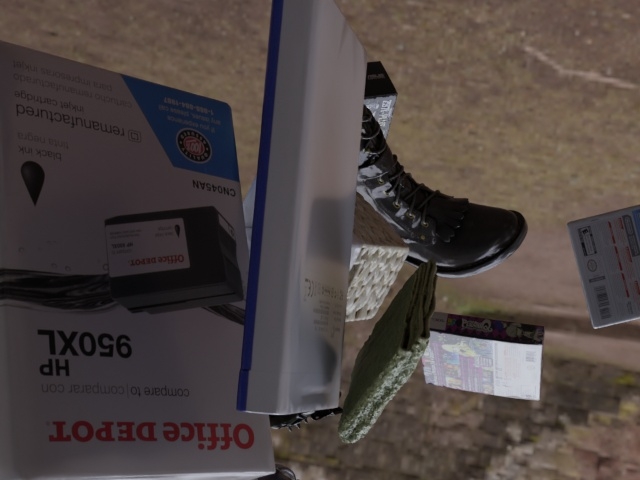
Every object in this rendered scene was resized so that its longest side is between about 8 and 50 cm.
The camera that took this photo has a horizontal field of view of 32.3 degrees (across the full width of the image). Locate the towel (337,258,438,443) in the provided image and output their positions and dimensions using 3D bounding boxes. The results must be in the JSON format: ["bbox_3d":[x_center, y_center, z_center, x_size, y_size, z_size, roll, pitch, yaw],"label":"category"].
[{"bbox_3d":[0.058,0.094,0.912,0.027,0.110,0.148,26,130,-5],"label":"towel"}]

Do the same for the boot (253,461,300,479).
[{"bbox_3d":[-0.051,0.305,1.318,0.086,0.069,0.190,-6,178,23],"label":"boot"}]

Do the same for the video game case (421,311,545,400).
[{"bbox_3d":[0.277,0.200,1.902,0.210,0.042,0.232,6,150,14],"label":"video game case"}]

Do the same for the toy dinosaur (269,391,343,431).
[{"bbox_3d":[-0.099,0.232,1.634,0.218,0.322,0.164,-22,121,18],"label":"toy dinosaur"}]

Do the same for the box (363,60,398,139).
[{"bbox_3d":[0.020,-0.168,1.640,0.147,0.077,0.180,-9,141,-17],"label":"box"}]

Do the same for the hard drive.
[{"bbox_3d":[-0.010,-0.023,0.898,0.040,0.318,0.210,3,174,13],"label":"hard drive"}]

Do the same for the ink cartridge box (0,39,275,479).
[{"bbox_3d":[-0.216,0.047,1.051,0.285,0.395,0.166,10,155,-45],"label":"ink cartridge box"}]

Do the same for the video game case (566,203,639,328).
[{"bbox_3d":[0.263,0.013,0.866,0.122,0.087,0.011,-14,-179,8],"label":"video game case"}]

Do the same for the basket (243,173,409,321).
[{"bbox_3d":[0.000,0.000,1.178,0.103,0.113,0.167,1,-145,-42],"label":"basket"}]

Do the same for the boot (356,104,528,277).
[{"bbox_3d":[0.082,-0.063,1.248,0.263,0.091,0.229,1,141,32],"label":"boot"}]
